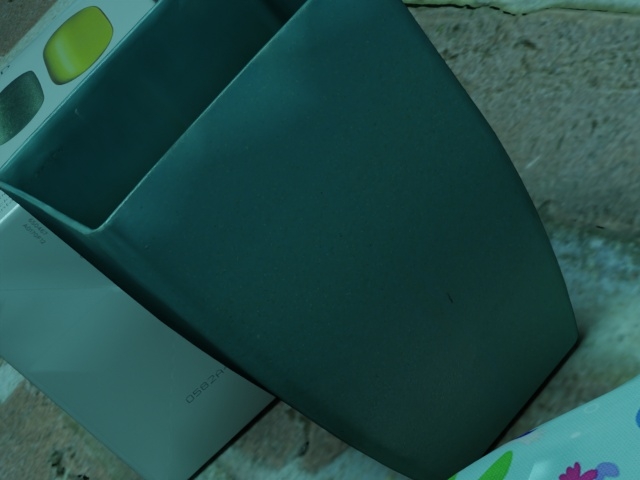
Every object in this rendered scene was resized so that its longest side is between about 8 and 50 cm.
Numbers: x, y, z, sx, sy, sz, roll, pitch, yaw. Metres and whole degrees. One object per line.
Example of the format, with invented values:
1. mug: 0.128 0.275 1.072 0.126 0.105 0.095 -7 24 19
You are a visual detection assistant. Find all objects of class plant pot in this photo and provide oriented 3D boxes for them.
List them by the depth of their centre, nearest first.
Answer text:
1. plant pot: 0.000 0.000 0.729 0.165 0.234 0.166 -48 27 -10

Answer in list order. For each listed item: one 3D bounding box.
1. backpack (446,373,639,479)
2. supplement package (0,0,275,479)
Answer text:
1. backpack: 0.140 0.123 0.357 0.253 0.225 0.191 -36 28 -7
2. supplement package: -0.114 -0.020 0.967 0.199 0.198 0.262 -43 25 3
